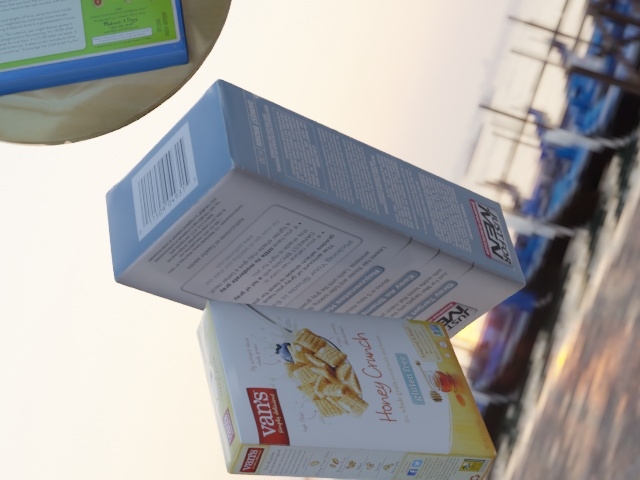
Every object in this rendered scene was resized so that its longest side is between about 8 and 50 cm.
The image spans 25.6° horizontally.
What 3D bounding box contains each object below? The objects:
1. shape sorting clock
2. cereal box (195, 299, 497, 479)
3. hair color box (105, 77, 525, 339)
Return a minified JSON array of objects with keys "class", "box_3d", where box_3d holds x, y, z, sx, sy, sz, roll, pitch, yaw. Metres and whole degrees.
[{"class":"shape sorting clock","box_3d":[-0.151,-0.148,0.800,0.040,0.206,0.206,75,-147,-74]},{"class":"cereal box","box_3d":[0.020,0.134,1.246,0.173,0.240,0.047,-110,34,-46]},{"class":"hair color box","box_3d":[0.000,0.000,1.371,0.185,0.374,0.113,-41,45,32]}]
